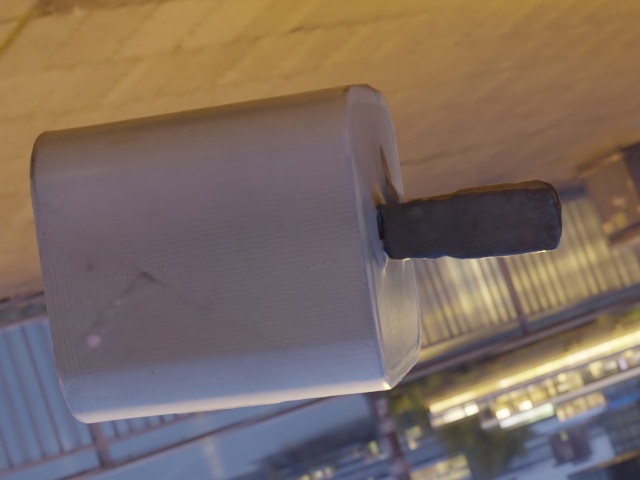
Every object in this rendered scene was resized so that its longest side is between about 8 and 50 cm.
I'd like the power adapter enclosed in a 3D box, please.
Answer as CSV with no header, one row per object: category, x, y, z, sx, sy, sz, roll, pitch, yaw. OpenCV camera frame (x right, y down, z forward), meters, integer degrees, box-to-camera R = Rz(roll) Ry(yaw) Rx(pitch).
power adapter,0.000,0.000,0.630,0.205,0.125,0.130,-7,-178,13
